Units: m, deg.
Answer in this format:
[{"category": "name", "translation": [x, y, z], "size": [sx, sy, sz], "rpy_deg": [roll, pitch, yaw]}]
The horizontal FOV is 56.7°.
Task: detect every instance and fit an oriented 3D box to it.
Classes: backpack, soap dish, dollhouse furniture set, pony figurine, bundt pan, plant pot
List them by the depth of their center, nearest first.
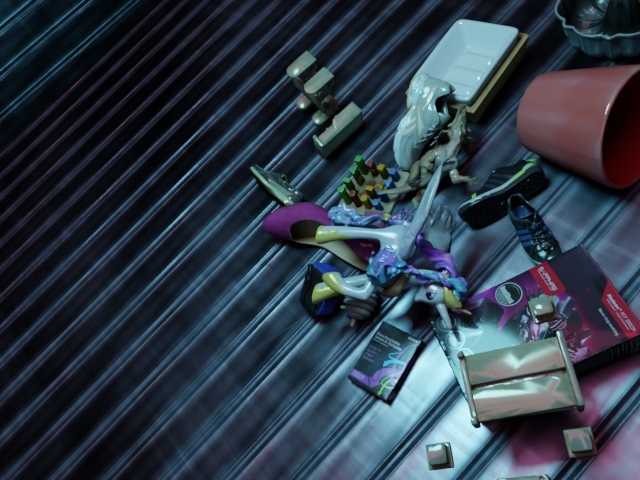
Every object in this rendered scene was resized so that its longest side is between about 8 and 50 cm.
[{"category": "dollhouse furniture set", "translation": [0.338, 0.322, 1.130], "size": [0.303, 0.174, 0.356], "rpy_deg": [-15, 58, 18]}, {"category": "pony figurine", "translation": [0.179, 0.014, 1.342], "size": [0.363, 0.303, 0.351], "rpy_deg": [6, 65, 22]}, {"category": "plant pot", "translation": [0.608, -0.276, 1.354], "size": [0.275, 0.275, 0.243], "rpy_deg": [-50, 41, -9]}, {"category": "backpack", "translation": [0.010, 0.130, 1.499], "size": [0.098, 0.101, 0.120], "rpy_deg": [42, 116, 44]}, {"category": "bundt pan", "translation": [0.792, -0.603, 1.546], "size": [0.330, 0.124, 0.331], "rpy_deg": [-14, 54, 21]}, {"category": "soap dish", "translation": [0.414, -0.476, 1.666], "size": [0.228, 0.118, 0.291], "rpy_deg": [28, 75, 38]}, {"category": "dollhouse furniture set", "translation": [-0.014, -0.396, 1.787], "size": [0.161, 0.212, 0.242], "rpy_deg": [-43, 77, -5]}]

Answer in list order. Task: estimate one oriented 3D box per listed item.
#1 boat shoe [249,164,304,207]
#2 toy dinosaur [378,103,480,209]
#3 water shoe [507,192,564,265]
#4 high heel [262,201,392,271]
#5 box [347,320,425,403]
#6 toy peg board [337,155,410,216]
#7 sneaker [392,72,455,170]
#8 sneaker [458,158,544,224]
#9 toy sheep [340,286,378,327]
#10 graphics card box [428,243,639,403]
[{"category": "boat shoe", "translation": [-0.129, -0.167, 1.784], "size": [0.073, 0.080, 0.223], "rpy_deg": [-41, 55, -9]}, {"category": "toy dinosaur", "translation": [0.296, -0.198, 1.550], "size": [0.295, 0.127, 0.200], "rpy_deg": [-34, 30, 29]}, {"category": "water shoe", "translation": [0.480, -0.023, 1.352], "size": [0.072, 0.080, 0.203], "rpy_deg": [-31, 46, 8]}, {"category": "high heel", "translation": [0.000, 0.000, 1.561], "size": [0.376, 0.127, 0.181], "rpy_deg": [-2, 48, 23]}, {"category": "box", "translation": [0.152, 0.278, 1.369], "size": [0.116, 0.029, 0.162], "rpy_deg": [23, 71, 37]}, {"category": "toy peg board", "translation": [0.135, -0.150, 1.627], "size": [0.160, 0.079, 0.161], "rpy_deg": [17, 69, 35]}, {"category": "sneaker", "translation": [0.279, -0.306, 1.581], "size": [0.121, 0.099, 0.263], "rpy_deg": [23, 111, 31]}, {"category": "sneaker", "translation": [0.437, -0.123, 1.460], "size": [0.234, 0.084, 0.097], "rpy_deg": [-28, 37, 2]}, {"category": "toy sheep", "translation": [0.097, 0.149, 1.450], "size": [0.091, 0.091, 0.132], "rpy_deg": [9, 78, 32]}, {"category": "graphics card box", "translation": [0.440, 0.190, 1.233], "size": [0.370, 0.094, 0.233], "rpy_deg": [-28, 51, 10]}]
